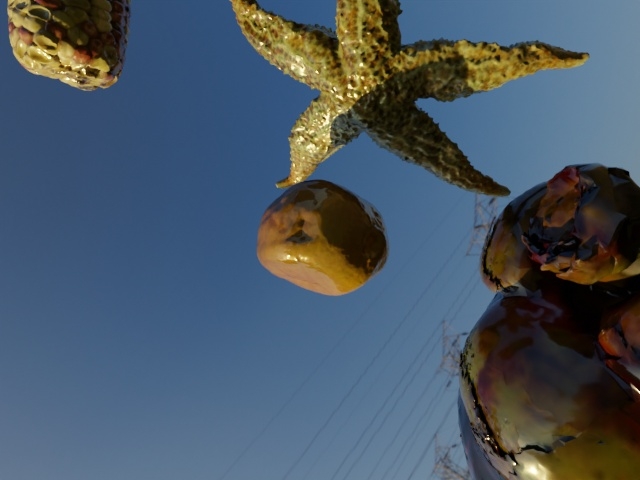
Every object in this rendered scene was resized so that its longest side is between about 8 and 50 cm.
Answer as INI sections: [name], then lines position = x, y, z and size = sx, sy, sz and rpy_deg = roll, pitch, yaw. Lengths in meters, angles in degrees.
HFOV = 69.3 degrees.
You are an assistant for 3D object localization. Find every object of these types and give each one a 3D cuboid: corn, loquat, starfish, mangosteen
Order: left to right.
[corn]
position = -0.213, -0.281, 0.408
size = 0.098, 0.098, 0.289
rpy_deg = 4, -90, -49
[loquat]
position = 0.000, 0.000, 0.473
size = 0.137, 0.137, 0.113
rpy_deg = 13, -106, -50
[starfish]
position = 0.062, -0.171, 0.459
size = 0.078, 0.358, 0.347
rpy_deg = -58, -44, -50
[mangosteen]
position = 0.302, 0.118, 0.402
size = 0.381, 0.381, 0.421
rpy_deg = -24, -84, -40
